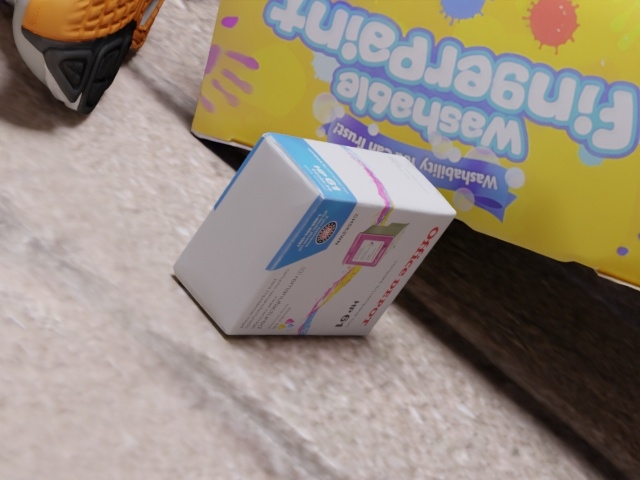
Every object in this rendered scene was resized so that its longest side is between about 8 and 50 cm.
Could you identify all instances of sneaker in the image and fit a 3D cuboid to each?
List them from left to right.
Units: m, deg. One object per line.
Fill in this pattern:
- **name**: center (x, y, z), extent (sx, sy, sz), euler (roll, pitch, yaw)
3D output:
- **sneaker**: center (-0.156, -0.151, 0.873), extent (0.121, 0.099, 0.262), euler (25, 14, -6)

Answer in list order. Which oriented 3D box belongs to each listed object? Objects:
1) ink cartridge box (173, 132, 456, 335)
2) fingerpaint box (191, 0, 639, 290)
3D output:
- **ink cartridge box**: center (0.000, 0.000, 0.770), extent (0.052, 0.088, 0.122), euler (47, 23, 27)
- **fingerpaint box**: center (0.211, -0.081, 0.959), extent (0.445, 0.163, 0.371), euler (21, 14, 27)
